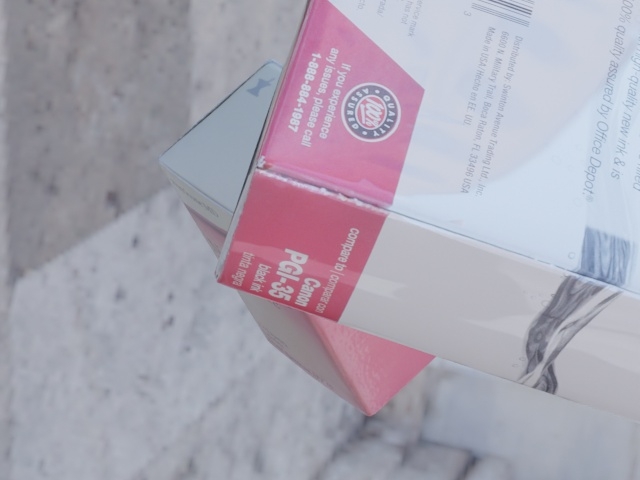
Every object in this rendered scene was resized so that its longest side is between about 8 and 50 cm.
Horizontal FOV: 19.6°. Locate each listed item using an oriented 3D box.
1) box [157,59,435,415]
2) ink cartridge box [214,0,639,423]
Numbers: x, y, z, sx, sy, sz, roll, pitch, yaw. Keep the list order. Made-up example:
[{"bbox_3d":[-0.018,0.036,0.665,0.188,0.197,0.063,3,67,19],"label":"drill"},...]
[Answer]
[{"bbox_3d":[0.000,0.000,1.444,0.127,0.148,0.232,-42,134,-14],"label":"box"},{"bbox_3d":[0.115,-0.039,0.907,0.117,0.283,0.207,114,-6,-56],"label":"ink cartridge box"}]
